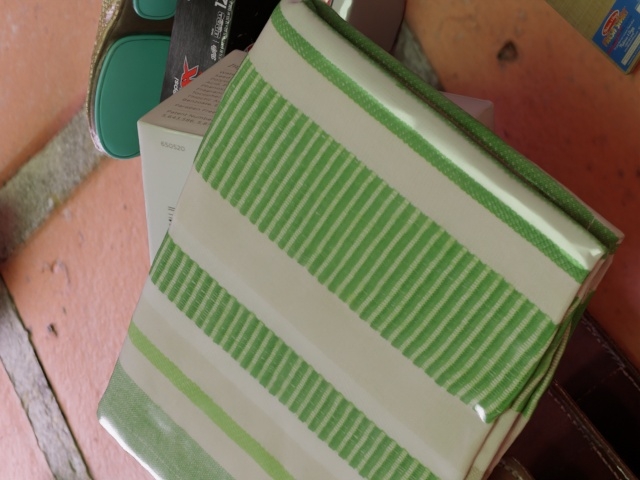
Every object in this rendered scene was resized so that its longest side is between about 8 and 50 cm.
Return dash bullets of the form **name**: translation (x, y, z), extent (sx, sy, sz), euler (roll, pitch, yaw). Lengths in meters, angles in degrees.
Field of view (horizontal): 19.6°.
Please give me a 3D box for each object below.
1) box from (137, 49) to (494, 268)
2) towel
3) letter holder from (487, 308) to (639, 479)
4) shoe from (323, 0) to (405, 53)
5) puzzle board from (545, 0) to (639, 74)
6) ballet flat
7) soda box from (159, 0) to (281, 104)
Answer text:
- **box**: translation (0.000, 0.000, 1.119), extent (0.182, 0.119, 0.181), euler (13, 123, 26)
- **towel**: translation (0.007, 0.055, 1.013), extent (0.248, 0.038, 0.325), euler (40, 127, 23)
- **letter holder**: translation (0.089, 0.205, 1.116), extent (0.214, 0.152, 0.302), euler (52, 132, 24)
- **shoe**: translation (-0.004, -0.119, 1.177), extent (0.081, 0.063, 0.178), euler (31, 126, 29)
- **puzzle board**: translation (0.170, -0.170, 1.030), extent (0.096, 0.011, 0.128), euler (47, 130, 24)
- **ballet flat**: translation (-0.124, -0.157, 1.298), extent (0.067, 0.073, 0.206), euler (-120, 42, -54)
- **soda box**: translation (-0.069, -0.102, 1.250), extent (0.053, 0.060, 0.169), euler (32, 121, 34)
